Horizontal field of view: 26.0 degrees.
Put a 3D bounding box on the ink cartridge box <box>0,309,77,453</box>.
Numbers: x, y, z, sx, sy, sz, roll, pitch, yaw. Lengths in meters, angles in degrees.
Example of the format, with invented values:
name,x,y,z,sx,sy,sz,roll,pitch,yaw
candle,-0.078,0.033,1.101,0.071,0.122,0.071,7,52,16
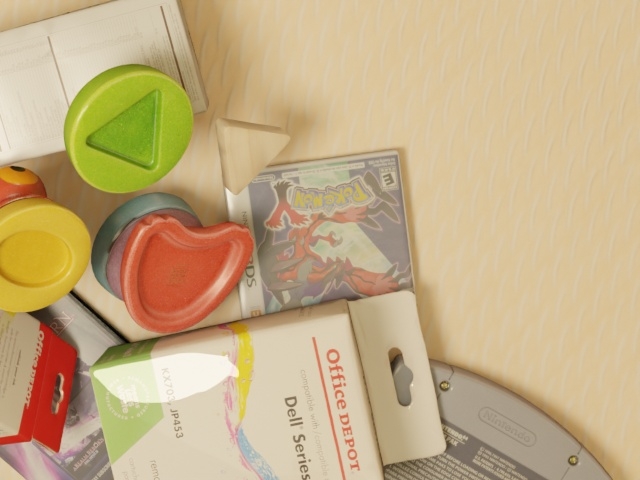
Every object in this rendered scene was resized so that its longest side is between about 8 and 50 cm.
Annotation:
name,x,y,z,sx,sy,sz,roll,pitch,yaw
ink cartridge box,-0.361,0.130,1.450,0.078,0.231,0.134,-11,56,27

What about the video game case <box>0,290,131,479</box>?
name,x,y,z,sx,sy,sz,roll,pitch,yaw
video game case,-0.296,0.176,1.574,0.274,0.026,0.196,43,94,-9

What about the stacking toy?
name,x,y,z,sx,sy,sz,roll,pitch,yaw
stacking toy,-0.208,-0.057,1.439,0.309,0.130,0.280,18,107,-43

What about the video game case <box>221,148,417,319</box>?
name,x,y,z,sx,sy,sz,roll,pitch,yaw
video game case,0.000,0.000,1.564,0.201,0.023,0.184,-8,99,-2

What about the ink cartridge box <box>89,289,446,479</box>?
name,x,y,z,sx,sy,sz,roll,pitch,yaw
ink cartridge box,-0.050,0.187,1.500,0.353,0.119,0.207,-13,95,3

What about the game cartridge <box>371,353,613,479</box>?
name,x,y,z,sx,sy,sz,roll,pitch,yaw
game cartridge,0.178,0.264,1.597,0.297,0.062,0.198,31,91,-7

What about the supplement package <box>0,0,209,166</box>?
name,x,y,z,sx,sy,sz,roll,pitch,yaw
supplement package,-0.253,-0.173,1.469,0.244,0.134,0.139,-15,99,-1
